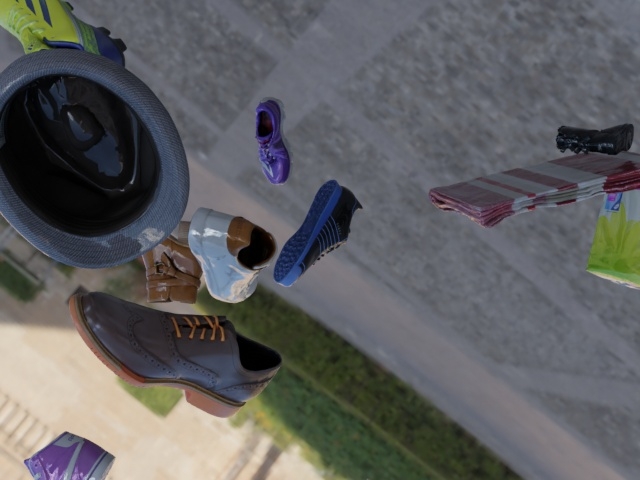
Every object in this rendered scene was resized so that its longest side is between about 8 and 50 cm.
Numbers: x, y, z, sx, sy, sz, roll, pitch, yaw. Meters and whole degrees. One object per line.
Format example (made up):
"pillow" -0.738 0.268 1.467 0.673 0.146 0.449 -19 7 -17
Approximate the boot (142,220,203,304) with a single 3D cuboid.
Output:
"boot" -0.304 0.038 1.990 0.197 0.152 0.073 4 174 17

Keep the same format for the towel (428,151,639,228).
"towel" 0.362 -0.089 1.747 0.237 0.329 0.037 -141 39 -73

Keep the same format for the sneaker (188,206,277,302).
"sneaker" -0.125 0.040 1.812 0.123 0.106 0.290 9 162 13

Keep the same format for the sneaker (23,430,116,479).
"sneaker" -0.553 0.523 2.237 0.161 0.282 0.102 29 176 2

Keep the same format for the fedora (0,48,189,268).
"fedora" -0.290 -0.114 1.356 0.275 0.243 0.124 53 -168 -22

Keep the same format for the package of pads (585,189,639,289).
"package of pads" 0.605 -0.017 1.913 0.101 0.229 0.296 12 -178 -26

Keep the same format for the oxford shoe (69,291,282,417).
"oxford shoe" -0.199 0.136 1.550 0.363 0.132 0.130 32 -152 -48

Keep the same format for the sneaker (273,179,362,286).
"sneaker" 0.000 0.000 2.118 0.090 0.232 0.081 37 170 -30

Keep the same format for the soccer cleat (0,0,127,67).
"soccer cleat" -0.430 -0.320 1.707 0.289 0.121 0.093 32 133 23

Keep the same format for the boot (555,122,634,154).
"boot" 0.439 -0.165 1.757 0.099 0.121 0.045 10 112 32

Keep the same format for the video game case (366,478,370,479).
"video game case" 0.082 0.555 2.327 0.011 0.087 0.122 34 178 1

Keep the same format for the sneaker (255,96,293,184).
"sneaker" -0.099 -0.181 2.046 0.068 0.071 0.170 -2 112 21
